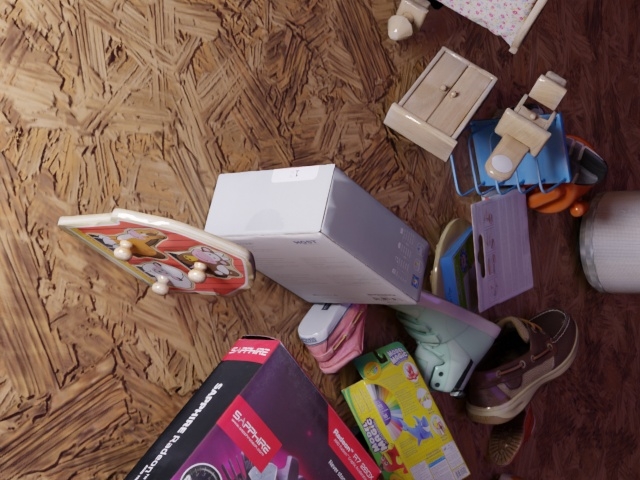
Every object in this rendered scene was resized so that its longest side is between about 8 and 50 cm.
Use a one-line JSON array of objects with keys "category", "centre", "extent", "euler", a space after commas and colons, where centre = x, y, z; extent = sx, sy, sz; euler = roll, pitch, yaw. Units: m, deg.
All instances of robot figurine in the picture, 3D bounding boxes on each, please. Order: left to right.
[{"category": "robot figurine", "centre": [0.450, -0.125, 1.971], "extent": [0.219, 0.158, 0.128], "euler": [-31, 145, -50]}]

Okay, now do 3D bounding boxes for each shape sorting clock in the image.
[{"category": "shape sorting clock", "centre": [0.227, 0.066, 1.729], "extent": [0.206, 0.040, 0.206], "euler": [-1, 91, -64]}]

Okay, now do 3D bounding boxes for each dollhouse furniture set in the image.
[{"category": "dollhouse furniture set", "centre": [0.238, -0.286, 1.489], "extent": [0.174, 0.303, 0.355], "euler": [-53, 172, -34]}]

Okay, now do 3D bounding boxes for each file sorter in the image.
[{"category": "file sorter", "centre": [0.315, -0.140, 1.753], "extent": [0.104, 0.170, 0.118], "euler": [-28, 111, -47]}]

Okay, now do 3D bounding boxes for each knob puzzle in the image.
[{"category": "knob puzzle", "centre": [-0.152, 0.024, 1.084], "extent": [0.213, 0.213, 0.030], "euler": [41, 56, -45]}]

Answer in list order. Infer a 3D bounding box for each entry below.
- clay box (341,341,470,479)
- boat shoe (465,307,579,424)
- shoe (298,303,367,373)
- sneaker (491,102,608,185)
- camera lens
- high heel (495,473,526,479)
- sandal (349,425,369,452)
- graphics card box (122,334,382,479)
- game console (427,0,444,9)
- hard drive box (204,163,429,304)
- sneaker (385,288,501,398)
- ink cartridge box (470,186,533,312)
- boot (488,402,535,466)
[{"category": "clay box", "centre": [0.118, 0.264, 1.508], "extent": [0.127, 0.053, 0.222], "euler": [-14, 73, -50]}, {"category": "boat shoe", "centre": [0.354, 0.188, 1.838], "extent": [0.342, 0.123, 0.123], "euler": [-33, 116, -43]}, {"category": "shoe", "centre": [0.038, 0.101, 1.457], "extent": [0.178, 0.063, 0.081], "euler": [-52, 130, -34]}, {"category": "sneaker", "centre": [0.410, -0.188, 1.862], "extent": [0.132, 0.228, 0.086], "euler": [-63, 172, -46]}, {"category": "camera lens", "centre": [0.689, 0.003, 2.166], "extent": [0.219, 0.274, 0.219], "euler": [2, 87, -54]}, {"category": "high heel", "centre": [0.318, 0.484, 1.830], "extent": [0.117, 0.082, 0.244], "euler": [-64, 158, 10]}, {"category": "sandal", "centre": [0.021, 0.293, 1.451], "extent": [0.179, 0.040, 0.067], "euler": [6, 89, -68]}, {"category": "graphics card box", "centre": [-0.109, 0.315, 1.147], "extent": [0.371, 0.094, 0.233], "euler": [-49, 118, -30]}, {"category": "game console", "centre": [0.188, -0.578, 1.703], "extent": [0.213, 0.044, 0.361], "euler": [34, 63, -50]}, {"category": "hard drive box", "centre": [0.000, 0.000, 1.306], "extent": [0.232, 0.181, 0.089], "euler": [36, 61, -48]}, {"category": "sneaker", "centre": [0.156, 0.156, 1.590], "extent": [0.256, 0.094, 0.151], "euler": [26, 91, -33]}, {"category": "ink cartridge box", "centre": [0.297, 0.012, 1.814], "extent": [0.232, 0.066, 0.189], "euler": [-15, 101, -51]}, {"category": "boot", "centre": [0.351, 0.353, 1.878], "extent": [0.158, 0.059, 0.085], "euler": [-61, 139, -37]}]
